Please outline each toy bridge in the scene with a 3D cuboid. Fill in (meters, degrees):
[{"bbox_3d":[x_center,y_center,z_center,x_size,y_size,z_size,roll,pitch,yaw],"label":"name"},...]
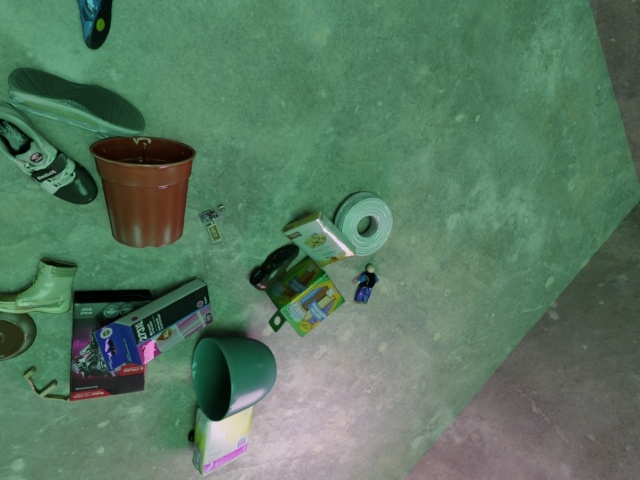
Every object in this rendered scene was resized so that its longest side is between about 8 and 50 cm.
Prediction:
[{"bbox_3d":[-0.910,0.496,1.365,0.063,0.026,0.188,-38,123,-6],"label":"toy bridge"}]

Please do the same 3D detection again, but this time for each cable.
[{"bbox_3d":[0.174,-0.064,1.668,0.257,0.089,0.257,-29,121,-15],"label":"cable"}]

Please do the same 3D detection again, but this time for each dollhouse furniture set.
[{"bbox_3d":[-0.348,-0.048,1.403,0.091,0.081,0.114,-25,120,-17],"label":"dollhouse furniture set"}]

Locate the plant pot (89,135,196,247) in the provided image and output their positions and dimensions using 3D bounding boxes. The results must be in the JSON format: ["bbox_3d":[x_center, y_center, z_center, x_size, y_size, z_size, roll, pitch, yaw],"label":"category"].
[{"bbox_3d":[-0.505,-0.137,1.192,0.273,0.272,0.265,-5,121,-26],"label":"plant pot"}]

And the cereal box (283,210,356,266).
[{"bbox_3d":[0.000,0.000,1.570,0.173,0.047,0.240,-22,132,33],"label":"cereal box"}]

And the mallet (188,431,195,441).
[{"bbox_3d":[-0.478,0.754,1.700,0.062,0.039,0.189,32,89,-35],"label":"mallet"}]

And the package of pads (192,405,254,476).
[{"bbox_3d":[-0.405,0.793,1.685,0.229,0.101,0.296,-6,113,-43],"label":"package of pads"}]

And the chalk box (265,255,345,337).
[{"bbox_3d":[-0.087,0.237,1.602,0.289,0.180,0.179,-38,123,-11],"label":"chalk box"}]

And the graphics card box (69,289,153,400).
[{"bbox_3d":[-0.703,0.349,1.373,0.233,0.094,0.370,3,108,-31],"label":"graphics card box"}]

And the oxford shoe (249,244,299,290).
[{"bbox_3d":[-0.166,0.105,1.576,0.227,0.083,0.096,-40,139,-5],"label":"oxford shoe"}]

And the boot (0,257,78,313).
[{"bbox_3d":[-0.852,0.131,1.215,0.213,0.077,0.165,9,106,-36],"label":"boot"}]

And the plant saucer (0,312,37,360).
[{"bbox_3d":[-0.981,0.290,1.237,0.199,0.036,0.198,-10,114,-24],"label":"plant saucer"}]

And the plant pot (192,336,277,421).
[{"bbox_3d":[-0.309,0.497,1.541,0.235,0.293,0.292,0,111,-43],"label":"plant pot"}]

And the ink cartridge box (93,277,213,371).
[{"bbox_3d":[-0.536,0.285,1.366,0.371,0.069,0.175,-28,131,-39],"label":"ink cartridge box"}]

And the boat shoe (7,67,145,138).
[{"bbox_3d":[-0.651,-0.355,1.111,0.321,0.103,0.118,10,60,-34],"label":"boat shoe"}]

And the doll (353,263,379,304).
[{"bbox_3d":[0.203,0.196,1.818,0.129,0.046,0.188,7,107,-31],"label":"doll"}]

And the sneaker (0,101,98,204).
[{"bbox_3d":[-0.747,-0.208,1.090,0.122,0.146,0.330,-44,125,-7],"label":"sneaker"}]

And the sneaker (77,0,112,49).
[{"bbox_3d":[-0.595,-0.611,1.058,0.082,0.069,0.209,20,112,0],"label":"sneaker"}]
